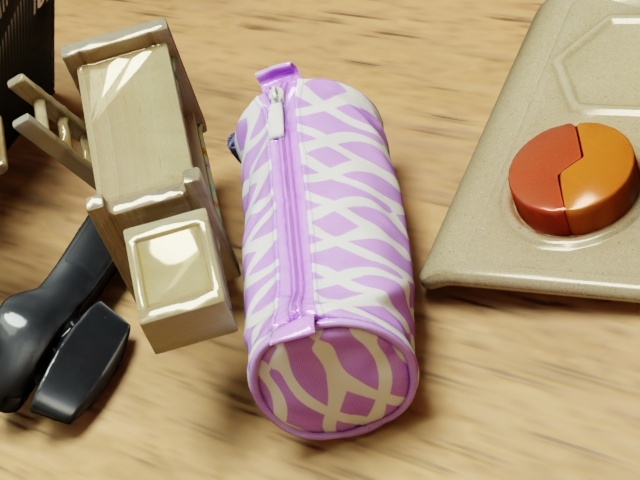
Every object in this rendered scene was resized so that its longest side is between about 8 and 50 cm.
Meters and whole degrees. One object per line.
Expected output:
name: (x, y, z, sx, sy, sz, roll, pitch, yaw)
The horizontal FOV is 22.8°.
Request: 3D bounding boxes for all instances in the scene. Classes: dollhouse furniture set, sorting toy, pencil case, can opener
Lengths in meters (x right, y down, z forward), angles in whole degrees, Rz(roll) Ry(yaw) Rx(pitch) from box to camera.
dollhouse furniture set: (-0.129, 0.004, 0.813, 0.161, 0.101, 0.182, -15, 55, 2)
sorting toy: (0.193, -0.093, 0.799, 0.229, 0.041, 0.307, 1, 49, 32)
pencil case: (0.000, 0.000, 0.783, 0.086, 0.088, 0.206, -16, 42, 7)
can opener: (-0.131, 0.022, 0.876, 0.059, 0.073, 0.186, -47, 15, 48)

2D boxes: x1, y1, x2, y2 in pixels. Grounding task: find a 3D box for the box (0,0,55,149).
box: (-0.224, -0.087, 0.943, 0.045, 0.190, 0.184, 31, 61, 8)
